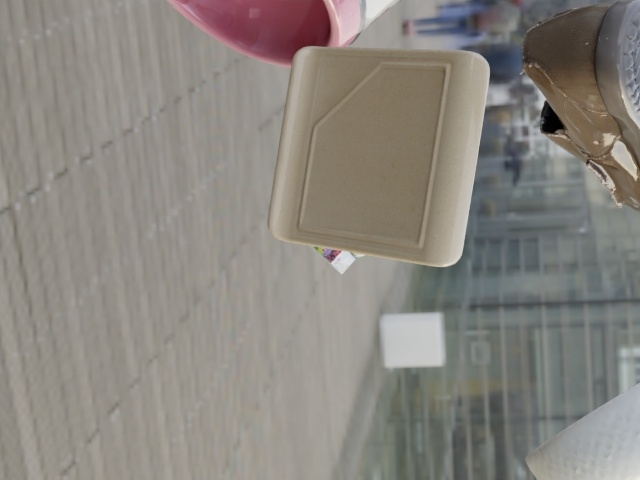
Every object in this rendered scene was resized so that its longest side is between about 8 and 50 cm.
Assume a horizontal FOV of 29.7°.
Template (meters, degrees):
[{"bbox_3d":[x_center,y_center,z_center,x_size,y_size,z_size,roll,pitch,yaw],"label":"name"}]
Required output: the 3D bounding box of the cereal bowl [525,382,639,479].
[{"bbox_3d":[0.448,0.261,1.591,0.141,0.339,0.339,61,4,15],"label":"cereal bowl"}]

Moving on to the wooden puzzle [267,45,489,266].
[{"bbox_3d":[0.061,-0.094,1.292,0.044,0.238,0.221,8,91,-55],"label":"wooden puzzle"}]

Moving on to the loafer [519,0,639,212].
[{"bbox_3d":[0.295,-0.137,1.225,0.366,0.130,0.134,47,60,-56],"label":"loafer"}]

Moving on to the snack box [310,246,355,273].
[{"bbox_3d":[0.000,0.000,1.875,0.037,0.100,0.141,-49,169,-1],"label":"snack box"}]

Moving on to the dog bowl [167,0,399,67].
[{"bbox_3d":[-0.085,-0.394,1.606,0.150,0.408,0.408,-58,156,-20],"label":"dog bowl"}]

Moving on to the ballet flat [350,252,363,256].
[{"bbox_3d":[0.092,-0.030,2.045,0.168,0.057,0.052,-44,161,-50],"label":"ballet flat"}]
